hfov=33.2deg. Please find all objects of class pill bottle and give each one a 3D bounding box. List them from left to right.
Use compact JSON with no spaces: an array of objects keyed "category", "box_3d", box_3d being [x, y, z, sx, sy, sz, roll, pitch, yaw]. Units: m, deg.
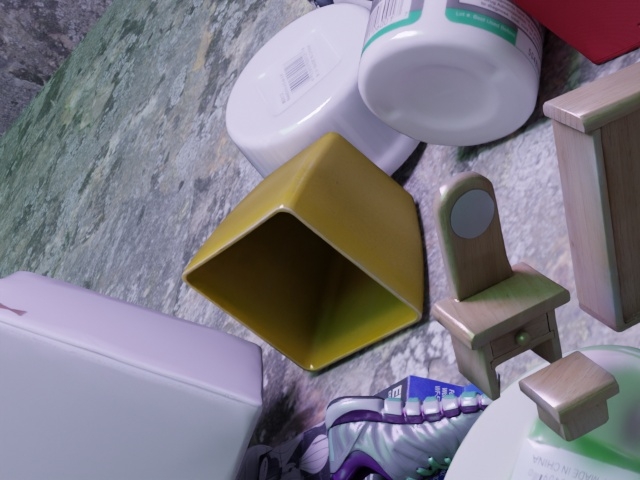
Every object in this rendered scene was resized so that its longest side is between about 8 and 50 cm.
[{"category":"pill bottle","box_3d":[0.170,-0.310,1.266,0.204,0.204,0.361,-25,45,49]}]

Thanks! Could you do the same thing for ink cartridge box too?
[{"category":"ink cartridge box","box_3d":[0.047,0.252,1.112,0.333,0.065,0.165,-35,37,39]}]

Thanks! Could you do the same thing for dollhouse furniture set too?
[{"category":"dollhouse furniture set","box_3d":[0.273,0.027,0.611,0.303,0.173,0.355,-24,29,-15]}]

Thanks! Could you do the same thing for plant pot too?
[{"category":"plant pot","box_3d":[0.000,0.000,1.290,0.212,0.212,0.187,-32,27,43]}]

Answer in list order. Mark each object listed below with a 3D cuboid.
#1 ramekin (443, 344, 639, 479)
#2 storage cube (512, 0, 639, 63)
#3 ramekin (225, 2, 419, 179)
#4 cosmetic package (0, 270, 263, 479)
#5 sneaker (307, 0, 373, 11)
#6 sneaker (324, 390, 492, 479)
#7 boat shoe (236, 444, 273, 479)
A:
[{"category":"ramekin","box_3d":[0.215,0.222,0.762,0.303,0.148,0.303,-40,34,35]},{"category":"storage cube","box_3d":[0.295,-0.326,1.085,0.215,0.193,0.183,-21,48,50]},{"category":"ramekin","box_3d":[0.005,-0.185,1.430,0.277,0.135,0.277,-26,41,24]},{"category":"cosmetic package","box_3d":[-0.277,0.276,1.187,0.329,0.328,0.393,-123,52,-85]},{"category":"sneaker","box_3d":[0.072,-0.383,1.551,0.235,0.153,0.094,-23,48,50]},{"category":"sneaker","box_3d":[0.111,0.195,0.991,0.224,0.083,0.098,-6,69,23]},{"category":"boat shoe","box_3d":[-0.096,0.349,1.237,0.076,0.083,0.226,-29,42,44]}]
